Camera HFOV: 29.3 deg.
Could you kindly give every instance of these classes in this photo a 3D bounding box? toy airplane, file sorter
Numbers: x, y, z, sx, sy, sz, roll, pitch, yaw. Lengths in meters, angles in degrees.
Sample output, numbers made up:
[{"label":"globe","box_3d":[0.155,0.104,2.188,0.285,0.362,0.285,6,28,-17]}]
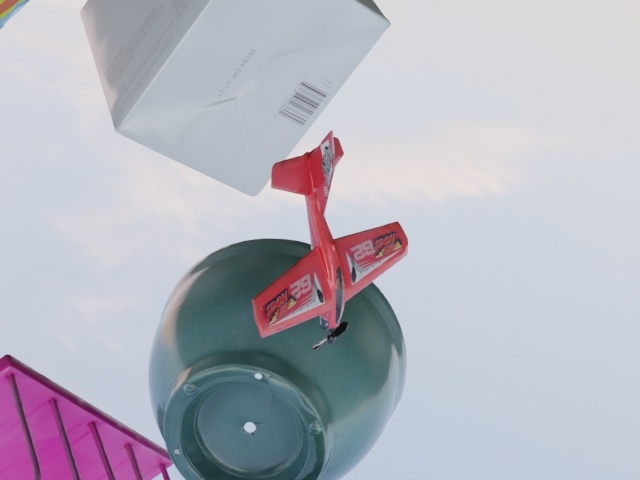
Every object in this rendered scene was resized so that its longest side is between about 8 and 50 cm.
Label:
[{"label":"toy airplane","box_3d":[0.000,0.000,0.782,0.028,0.151,0.151,17,-162,38]},{"label":"file sorter","box_3d":[-0.298,0.300,1.314,0.291,0.202,0.182,44,-167,-47]}]

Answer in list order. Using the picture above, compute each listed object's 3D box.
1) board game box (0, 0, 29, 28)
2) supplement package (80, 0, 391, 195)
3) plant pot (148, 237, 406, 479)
[{"label":"board game box","box_3d":[-0.234,-0.262,0.637,0.275,0.144,0.142,50,-170,1]},{"label":"supplement package","box_3d":[-0.080,-0.188,1.045,0.149,0.194,0.203,26,-155,-35]},{"label":"plant pot","box_3d":[-0.062,0.167,1.332,0.293,0.293,0.196,21,-156,2]}]
